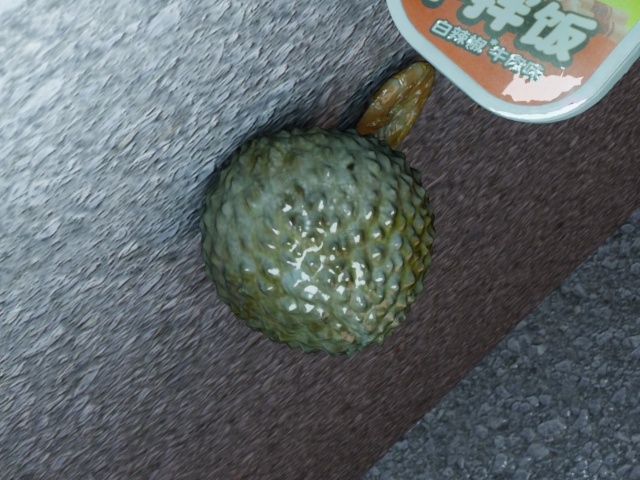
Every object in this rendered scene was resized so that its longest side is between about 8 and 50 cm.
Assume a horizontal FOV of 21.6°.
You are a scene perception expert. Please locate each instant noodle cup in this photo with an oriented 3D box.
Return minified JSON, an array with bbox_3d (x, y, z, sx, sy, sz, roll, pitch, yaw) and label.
[{"bbox_3d":[0.245,-0.268,1.765,0.294,0.294,0.308,-50,169,14],"label":"instant noodle cup"}]

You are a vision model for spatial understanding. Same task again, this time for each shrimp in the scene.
[{"bbox_3d":[0.062,-0.128,1.971,0.115,0.051,0.217,-13,145,-48],"label":"shrimp"}]

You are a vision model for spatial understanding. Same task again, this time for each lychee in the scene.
[{"bbox_3d":[0.000,0.000,1.789,0.255,0.274,0.255,-18,152,-10],"label":"lychee"}]
